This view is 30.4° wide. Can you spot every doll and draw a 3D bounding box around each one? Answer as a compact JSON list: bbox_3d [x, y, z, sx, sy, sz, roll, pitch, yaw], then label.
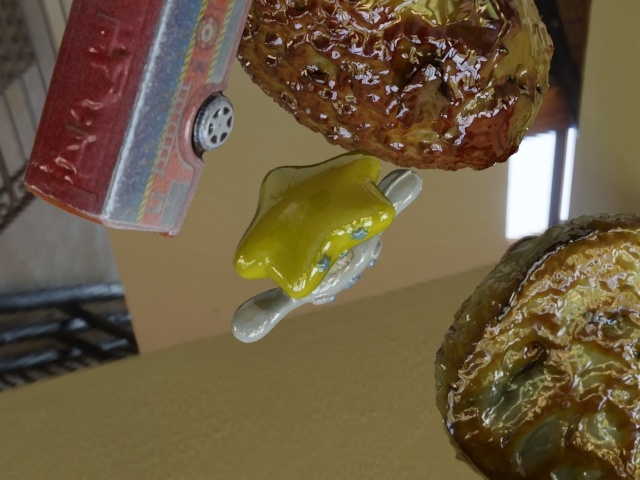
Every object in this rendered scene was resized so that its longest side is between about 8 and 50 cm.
[{"bbox_3d":[-0.006,0.005,0.669,0.071,0.113,0.135,46,-73,23],"label":"doll"}]

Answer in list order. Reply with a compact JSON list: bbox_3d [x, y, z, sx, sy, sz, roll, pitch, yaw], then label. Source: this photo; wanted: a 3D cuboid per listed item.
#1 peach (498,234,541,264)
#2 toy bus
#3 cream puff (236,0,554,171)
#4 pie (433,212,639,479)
[{"bbox_3d":[0.279,0.106,1.410,0.214,0.214,0.236,-4,-115,2],"label":"peach"},{"bbox_3d":[-0.068,-0.099,0.514,0.065,0.192,0.077,22,-170,25],"label":"toy bus"},{"bbox_3d":[0.035,-0.202,0.910,0.228,0.350,0.350,-25,-138,16],"label":"cream puff"},{"bbox_3d":[0.251,0.121,1.094,0.315,0.315,0.092,-7,-157,-2],"label":"pie"}]
